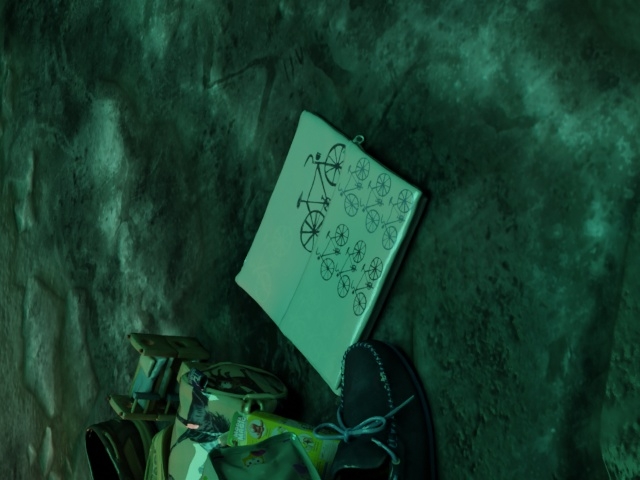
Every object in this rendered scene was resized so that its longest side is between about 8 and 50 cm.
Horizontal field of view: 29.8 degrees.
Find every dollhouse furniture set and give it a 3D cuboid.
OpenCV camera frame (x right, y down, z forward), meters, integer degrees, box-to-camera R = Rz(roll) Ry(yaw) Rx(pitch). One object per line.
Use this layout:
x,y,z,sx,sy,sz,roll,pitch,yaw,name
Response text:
-0.238,0.248,1.940,0.184,0.129,0.129,37,113,50,dollhouse furniture set

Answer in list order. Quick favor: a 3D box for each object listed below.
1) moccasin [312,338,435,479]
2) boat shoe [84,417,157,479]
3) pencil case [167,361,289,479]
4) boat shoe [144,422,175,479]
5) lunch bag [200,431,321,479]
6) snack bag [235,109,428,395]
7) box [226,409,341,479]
0.074,0.283,1.520,0.138,0.117,0.342,-38,54,43,moccasin
-0.330,0.463,2.022,0.132,0.130,0.355,-49,47,37,boat shoe
-0.160,0.390,1.779,0.183,0.160,0.410,-154,75,-78,pencil case
-0.241,0.441,1.943,0.089,0.104,0.285,-29,51,53,boat shoe
-0.059,0.416,1.518,0.262,0.160,0.223,56,142,37,lunch bag
0.000,0.000,1.746,0.342,0.037,0.323,44,119,48,snack bag
-0.044,0.301,1.655,0.179,0.043,0.105,15,96,11,box
